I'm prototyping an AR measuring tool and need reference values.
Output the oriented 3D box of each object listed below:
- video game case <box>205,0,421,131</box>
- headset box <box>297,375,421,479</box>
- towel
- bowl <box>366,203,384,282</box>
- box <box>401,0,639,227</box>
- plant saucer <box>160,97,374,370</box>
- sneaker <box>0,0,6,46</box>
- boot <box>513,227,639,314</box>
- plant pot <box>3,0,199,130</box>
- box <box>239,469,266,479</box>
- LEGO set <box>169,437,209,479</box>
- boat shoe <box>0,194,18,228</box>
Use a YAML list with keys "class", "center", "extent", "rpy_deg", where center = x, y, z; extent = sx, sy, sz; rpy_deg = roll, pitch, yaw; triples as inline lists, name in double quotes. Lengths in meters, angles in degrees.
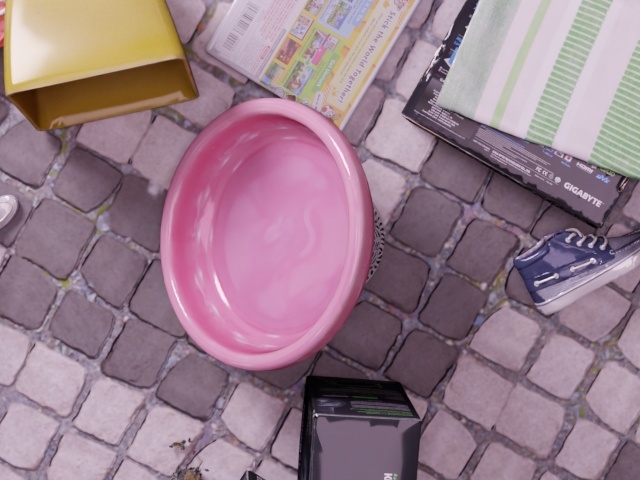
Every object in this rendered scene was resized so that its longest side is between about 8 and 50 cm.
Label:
- class: "video game case"
  center: [-0.004, -0.286, 1.938]
  extent: [0.206, 0.026, 0.227]
  rpy_deg: [31, 92, -4]
- class: "headset box"
  center: [0.042, 0.312, 1.859]
  extent: [0.131, 0.283, 0.246]
  rpy_deg: [4, 95, -3]
- class: "towel"
  center: [0.336, -0.223, 1.847]
  extent: [0.324, 0.038, 0.248]
  rpy_deg: [22, 93, 9]
- class: "bowl"
  center: [0.000, 0.000, 1.934]
  extent: [0.170, 0.080, 0.170]
  rpy_deg: [0, 94, -2]
- class: "box"
  center: [0.299, -0.211, 1.906]
  extent: [0.295, 0.073, 0.293]
  rpy_deg: [30, 92, 8]
- class: "plant saucer"
  center: [-0.056, -0.005, 1.857]
  extent: [0.332, 0.084, 0.332]
  rpy_deg: [-6, 81, 40]
- class: "sneaker"
  center: [-0.431, -0.308, 1.889]
  extent: [0.136, 0.116, 0.314]
  rpy_deg: [29, 100, -15]
- class: "boot"
  center: [0.347, 0.014, 1.954]
  extent: [0.190, 0.069, 0.086]
  rpy_deg: [-32, 98, 2]
- class: "plant pot"
  center: [-0.277, -0.264, 1.847]
  extent: [0.212, 0.212, 0.187]
  rpy_deg: [-11, 82, -1]
- class: "box"
  center: [-0.139, 0.459, 1.884]
  extent: [0.076, 0.242, 0.307]
  rpy_deg: [31, 93, -5]
- class: "LEGO set"
  center: [-0.172, 0.301, 1.983]
  extent: [0.054, 0.023, 0.083]
  rpy_deg: [1, 81, -5]
- class: "boat shoe"
  center: [-0.430, -0.023, 1.934]
  extent: [0.100, 0.035, 0.035]
  rpy_deg: [-33, 95, 1]
